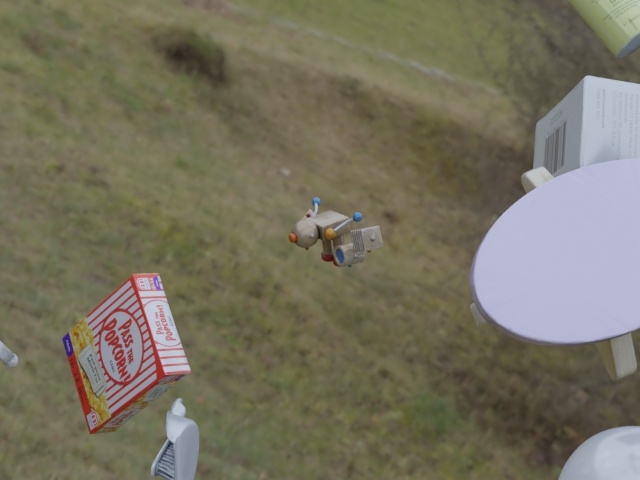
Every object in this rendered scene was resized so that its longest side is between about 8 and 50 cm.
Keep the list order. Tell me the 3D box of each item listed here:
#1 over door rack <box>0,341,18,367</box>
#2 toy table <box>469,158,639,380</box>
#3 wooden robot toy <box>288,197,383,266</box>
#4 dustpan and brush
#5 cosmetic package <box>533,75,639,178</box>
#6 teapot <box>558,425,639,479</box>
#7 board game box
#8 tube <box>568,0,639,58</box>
[{"bbox_3d":[-0.544,0.140,1.633,0.324,0.239,0.108,34,-19,30],"label":"over door rack"},{"bbox_3d":[0.283,0.022,1.440,0.274,0.252,0.161,-11,-12,-3],"label":"toy table"},{"bbox_3d":[0.000,0.000,1.690,0.079,0.076,0.173,-13,20,-31],"label":"wooden robot toy"},{"bbox_3d":[-0.195,0.273,1.816,0.060,0.147,0.211,7,26,9],"label":"dustpan and brush"},{"bbox_3d":[0.585,-0.116,2.132,0.453,0.161,0.230,9,-15,-9],"label":"cosmetic package"},{"bbox_3d":[0.429,0.396,1.893,0.252,0.256,0.187,30,30,15],"label":"teapot"},{"bbox_3d":[-0.261,0.152,1.800,0.045,0.193,0.146,0,60,-44],"label":"board game box"},{"bbox_3d":[0.298,-0.322,1.580,0.070,0.062,0.240,-16,66,-50],"label":"tube"}]
